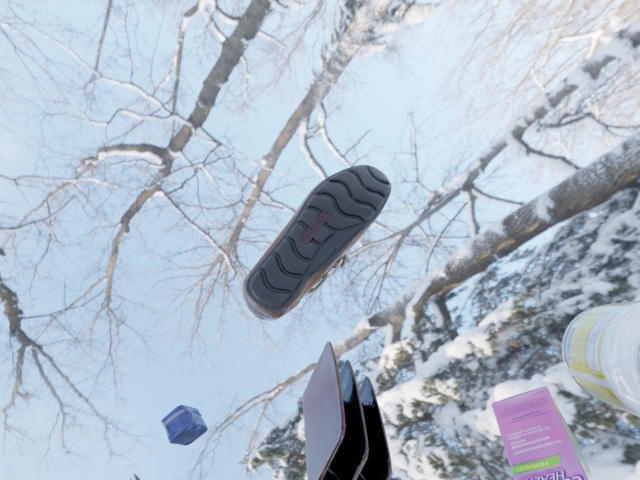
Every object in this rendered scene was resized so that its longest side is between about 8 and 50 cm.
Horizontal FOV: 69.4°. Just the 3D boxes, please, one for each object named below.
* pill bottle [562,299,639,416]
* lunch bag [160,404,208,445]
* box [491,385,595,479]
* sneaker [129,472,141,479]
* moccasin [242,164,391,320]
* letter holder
[{"bbox_3d":[0.529,0.189,0.738,0.188,0.334,0.188,-2,-100,13],"label":"pill bottle"},{"bbox_3d":[-0.306,0.414,1.045,0.067,0.098,0.065,-37,-123,-4],"label":"lunch bag"},{"bbox_3d":[0.442,0.447,0.865,0.213,0.117,0.243,54,-160,-25],"label":"box"},{"bbox_3d":[-0.431,0.577,1.049,0.058,0.135,0.052,-36,-82,-21],"label":"sneaker"},{"bbox_3d":[0.003,0.002,0.895,0.139,0.147,0.380,33,-110,5],"label":"moccasin"},{"bbox_3d":[0.066,0.404,1.067,0.152,0.214,0.302,15,-158,-11],"label":"letter holder"}]
